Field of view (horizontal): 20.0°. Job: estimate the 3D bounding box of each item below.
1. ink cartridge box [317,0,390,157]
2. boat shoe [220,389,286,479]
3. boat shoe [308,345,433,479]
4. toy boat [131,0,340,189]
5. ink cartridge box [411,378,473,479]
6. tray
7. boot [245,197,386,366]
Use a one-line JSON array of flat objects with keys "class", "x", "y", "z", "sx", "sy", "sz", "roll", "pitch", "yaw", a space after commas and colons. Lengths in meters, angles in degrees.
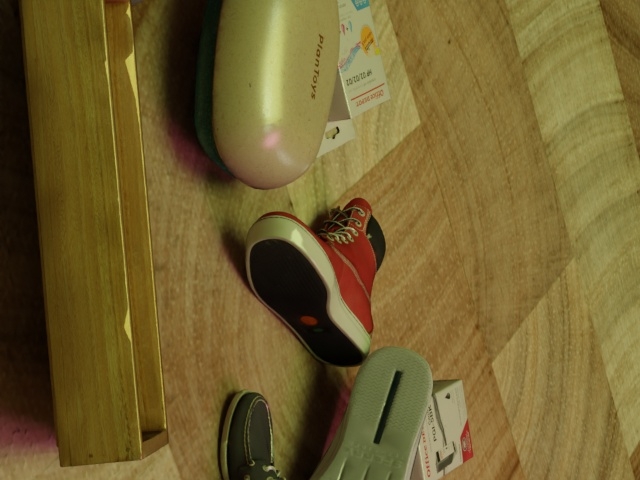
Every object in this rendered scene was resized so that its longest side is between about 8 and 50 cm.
[{"class": "ink cartridge box", "x": 0.020, "y": -0.192, "z": 2.003, "sx": 0.104, "sy": 0.062, "sz": 0.181, "roll": -32, "pitch": 112, "yaw": -56}, {"class": "boat shoe", "x": -0.054, "y": 0.249, "z": 1.789, "sx": 0.075, "sy": 0.065, "sz": 0.206, "roll": 16, "pitch": 71, "yaw": -57}, {"class": "boat shoe", "x": 0.043, "y": 0.275, "z": 1.892, "sx": 0.119, "sy": 0.121, "sz": 0.335, "roll": 83, "pitch": 30, "yaw": -60}, {"class": "toy boat", "x": -0.094, "y": -0.208, "z": 1.762, "sx": 0.318, "sy": 0.148, "sz": 0.267, "roll": 41, "pitch": 55, "yaw": -58}, {"class": "ink cartridge box", "x": 0.119, "y": 0.223, "z": 2.091, "sx": 0.135, "sy": 0.056, "sz": 0.099, "roll": -20, "pitch": 102, "yaw": -59}, {"class": "tray", "x": -0.190, "y": -0.024, "z": 1.528, "sx": 0.203, "sy": 0.076, "sz": 0.411, "roll": 67, "pitch": 18, "yaw": -87}, {"class": "boot", "x": 0.000, "y": 0.000, "z": 1.914, "sx": 0.244, "sy": 0.088, "sz": 0.176, "roll": 57, "pitch": 39, "yaw": -50}]
